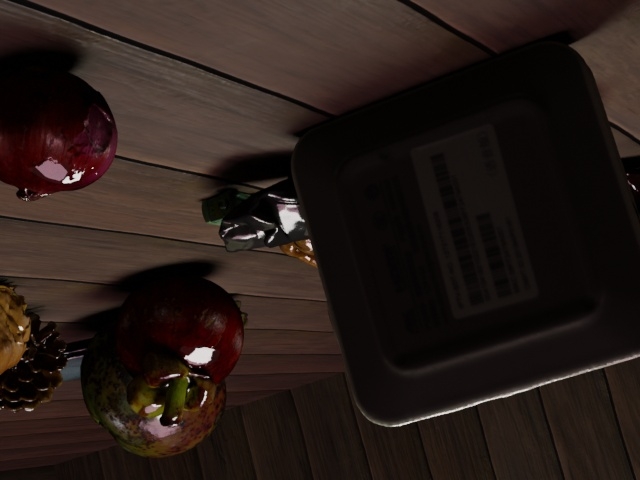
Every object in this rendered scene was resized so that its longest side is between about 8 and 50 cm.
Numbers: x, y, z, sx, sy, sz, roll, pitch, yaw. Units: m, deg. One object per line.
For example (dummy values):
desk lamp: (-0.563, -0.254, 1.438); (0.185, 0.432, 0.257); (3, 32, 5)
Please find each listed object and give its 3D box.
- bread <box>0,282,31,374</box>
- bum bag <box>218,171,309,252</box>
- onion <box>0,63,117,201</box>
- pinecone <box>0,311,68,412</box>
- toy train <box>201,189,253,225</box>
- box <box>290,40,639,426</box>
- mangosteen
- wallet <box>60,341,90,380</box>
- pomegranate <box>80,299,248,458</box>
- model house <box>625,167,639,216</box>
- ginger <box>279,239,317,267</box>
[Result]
bread: (-0.522, 0.136, 1.769); (0.160, 0.147, 0.260); (-21, 166, 17)
bum bag: (0.017, -0.057, 1.656); (0.340, 0.095, 0.144); (-19, 168, -27)
onion: (-0.249, -0.095, 1.130); (0.131, 0.131, 0.131); (-14, 167, -3)
pinecone: (-0.484, 0.191, 2.041); (0.163, 0.163, 0.165); (-3, 153, -41)
toy train: (-0.117, -0.040, 1.703); (0.056, 0.038, 0.093); (-18, 167, 25)
box: (0.171, -0.003, 1.437); (0.373, 0.367, 0.090); (-20, 168, 19)
mangosteen: (-0.234, 0.181, 2.034); (0.215, 0.257, 0.215); (7, 151, 4)
wallet: (-0.595, 0.259, 2.446); (0.379, 0.046, 0.191); (-9, 166, -19)
pomegranate: (-0.264, 0.225, 2.283); (0.340, 0.285, 0.285); (-43, 178, -22)
model house: (0.561, -0.077, 2.082); (0.203, 0.141, 0.164); (-17, 178, 20)
ginger: (0.000, 0.000, 1.924); (0.162, 0.073, 0.103); (-3, 164, -45)
